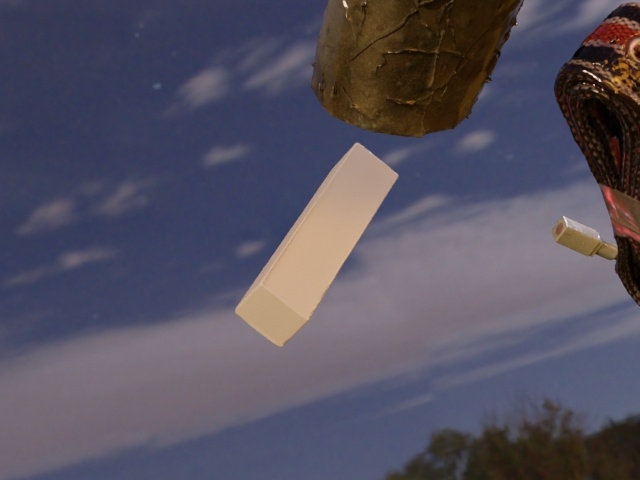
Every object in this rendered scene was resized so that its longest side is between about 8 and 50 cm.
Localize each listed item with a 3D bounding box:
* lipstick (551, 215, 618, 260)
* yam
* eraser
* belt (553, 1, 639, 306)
[{"bbox_3d":[0.383,0.007,1.691,0.129,0.030,0.030,22,-59,-17],"label":"lipstick"},{"bbox_3d":[0.121,-0.296,1.402,0.241,0.241,0.348,-8,-45,-29],"label":"yam"},{"bbox_3d":[0.000,0.000,1.576,0.078,0.076,0.298,-47,8,48],"label":"eraser"},{"bbox_3d":[0.294,-0.047,1.068,0.094,0.126,0.360,-40,-50,-11],"label":"belt"}]
